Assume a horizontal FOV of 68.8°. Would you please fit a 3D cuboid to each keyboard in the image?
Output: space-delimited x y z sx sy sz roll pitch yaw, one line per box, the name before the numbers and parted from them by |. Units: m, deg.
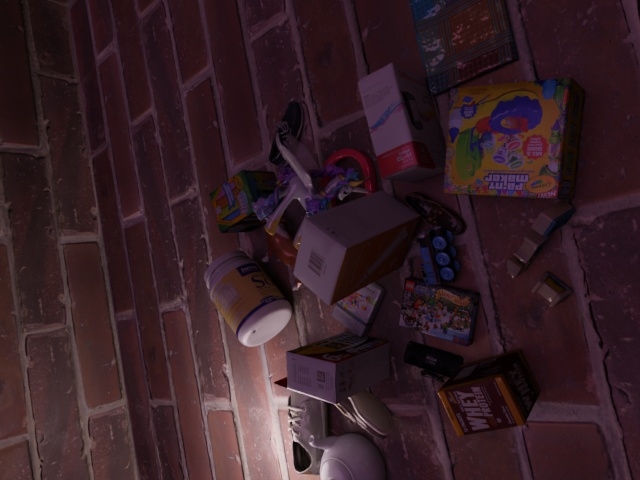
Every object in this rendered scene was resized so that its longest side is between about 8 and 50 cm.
keyboard | 0.354 0.390 1.481 0.191 0.038 0.100 11 76 39

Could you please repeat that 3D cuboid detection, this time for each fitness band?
fitness band | 0.102 -0.174 1.634 0.208 0.054 0.291 -7 89 37

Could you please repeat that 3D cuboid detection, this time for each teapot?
teapot | 0.091 0.813 1.614 0.255 0.187 0.253 8 98 38

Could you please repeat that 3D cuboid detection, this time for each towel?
towel | 0.400 -0.645 1.365 0.271 0.040 0.371 -16 83 40

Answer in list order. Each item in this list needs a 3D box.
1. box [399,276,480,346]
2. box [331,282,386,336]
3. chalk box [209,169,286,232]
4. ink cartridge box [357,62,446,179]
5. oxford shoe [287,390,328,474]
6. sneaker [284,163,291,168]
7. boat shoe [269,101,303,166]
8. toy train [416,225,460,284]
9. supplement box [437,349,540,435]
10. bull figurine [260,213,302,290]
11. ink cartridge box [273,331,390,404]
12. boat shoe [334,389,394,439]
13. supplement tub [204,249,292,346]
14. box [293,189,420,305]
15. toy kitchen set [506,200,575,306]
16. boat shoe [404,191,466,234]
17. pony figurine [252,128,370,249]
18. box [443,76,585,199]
box | 0.362 0.214 1.445 0.232 0.044 0.159 11 100 38
box | 0.131 0.220 1.635 0.145 0.038 0.186 33 109 34
chalk box | -0.270 -0.166 1.856 0.288 0.180 0.179 -27 76 36
ink cartridge box | 0.250 -0.337 1.387 0.131 0.226 0.307 -16 83 38
oxford shoe | -0.062 0.663 1.759 0.169 0.129 0.450 -13 83 53
sneaker | -0.084 -0.241 1.782 0.089 0.051 0.170 -36 66 35
boat shoe | -0.138 -0.411 1.783 0.095 0.079 0.255 24 99 44
toy train | 0.349 0.046 1.404 0.105 0.080 0.184 -7 107 39
supplement box | 0.459 0.413 1.273 0.191 0.194 0.129 -30 81 37
bull figurine | -0.134 0.039 1.779 0.310 0.101 0.189 44 137 29
ink cartridge box | 0.038 0.404 1.552 0.271 0.309 0.130 2 94 39
boat shoe | 0.119 0.573 1.627 0.324 0.116 0.097 36 119 36
supplement tub | -0.292 0.224 1.857 0.331 0.241 0.241 48 120 26
box | 0.112 0.012 1.417 0.168 0.345 0.215 38 132 30
toy kitchen set | 0.613 0.036 1.207 0.166 0.122 0.207 44 138 28
boat shoe | 0.343 -0.080 1.426 0.207 0.073 0.073 36 111 31
pony figurine | -0.060 -0.178 1.574 0.351 0.303 0.363 42 107 -5
box | 0.500 -0.252 1.220 0.289 0.177 0.280 7 98 39
